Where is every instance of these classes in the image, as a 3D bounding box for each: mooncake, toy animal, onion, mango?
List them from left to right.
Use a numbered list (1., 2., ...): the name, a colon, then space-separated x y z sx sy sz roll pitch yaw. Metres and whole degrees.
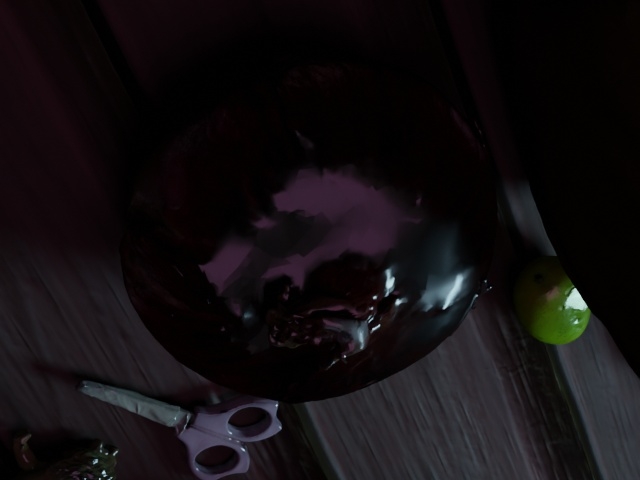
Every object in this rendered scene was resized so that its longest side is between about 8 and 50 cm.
1. toy animal: -0.281 0.222 1.389 0.220 0.069 0.086 -13 135 -11
2. onion: 0.000 0.000 1.247 0.314 0.232 0.313 -9 124 -14
3. mango: 0.219 0.058 1.486 0.073 0.056 0.108 -28 131 4
4. mooncake: 0.343 -0.043 1.233 0.262 0.467 0.467 -29 128 -10

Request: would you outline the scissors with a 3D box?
1. scissors: -0.133 0.159 1.434 0.212 0.021 0.110 25 113 -33
